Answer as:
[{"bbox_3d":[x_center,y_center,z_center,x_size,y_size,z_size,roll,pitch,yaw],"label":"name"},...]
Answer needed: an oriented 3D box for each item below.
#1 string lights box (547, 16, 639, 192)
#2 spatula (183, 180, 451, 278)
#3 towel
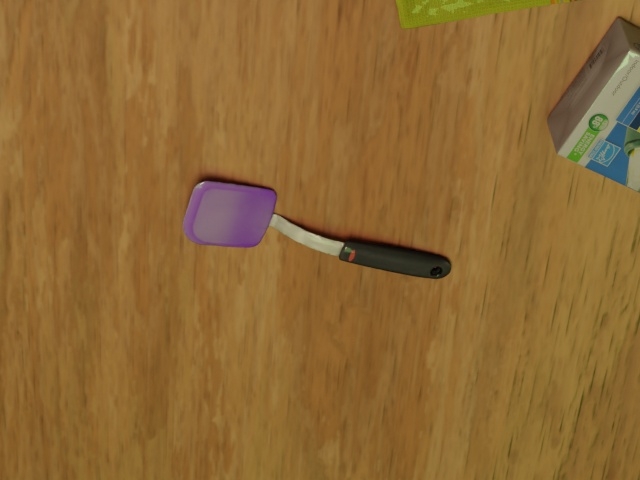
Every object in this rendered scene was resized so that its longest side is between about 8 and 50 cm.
[{"bbox_3d":[0.375,-0.103,1.609,0.259,0.077,0.133,23,120,-15],"label":"string lights box"},{"bbox_3d":[0.000,0.000,1.708,0.296,0.030,0.084,15,124,-11],"label":"spatula"},{"bbox_3d":[0.186,-0.263,1.533,0.237,0.021,0.102,-9,123,6],"label":"towel"}]
